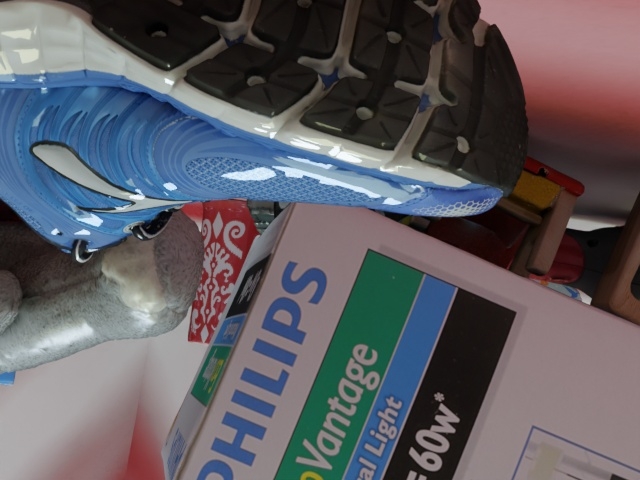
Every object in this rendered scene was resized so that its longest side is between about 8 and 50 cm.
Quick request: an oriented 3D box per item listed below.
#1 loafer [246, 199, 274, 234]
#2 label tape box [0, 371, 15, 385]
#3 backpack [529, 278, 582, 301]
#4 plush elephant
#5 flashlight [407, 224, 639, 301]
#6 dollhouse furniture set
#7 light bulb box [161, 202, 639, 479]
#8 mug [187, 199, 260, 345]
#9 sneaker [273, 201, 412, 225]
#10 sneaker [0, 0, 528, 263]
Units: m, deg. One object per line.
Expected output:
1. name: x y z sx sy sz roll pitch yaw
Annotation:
1. loafer: 0.000 0.000 1.282 0.096 0.084 0.267 6 172 25
2. label tape box: -0.476 0.008 1.298 0.347 0.249 0.115 6 172 23
3. backpack: 0.201 0.123 1.398 0.191 0.225 0.253 26 -177 -2
4. plush elephant: -0.248 -0.052 0.714 0.330 0.272 0.255 -27 117 20
5. flashlight: 0.200 0.015 1.099 0.304 0.103 0.103 10 146 -1
6. dollhouse furniture set: 0.257 0.007 0.935 0.374 0.152 0.201 27 172 -2
7. light bulb box: 0.085 0.144 0.917 0.361 0.225 0.358 23 172 -5
8. mug: -0.098 0.043 1.404 0.113 0.169 0.150 11 173 -5
9. sneaker: 0.039 -0.039 1.011 0.094 0.081 0.208 4 -178 -26
10. sneaker: -0.069 -0.066 0.537 0.330 0.130 0.147 14 142 16
